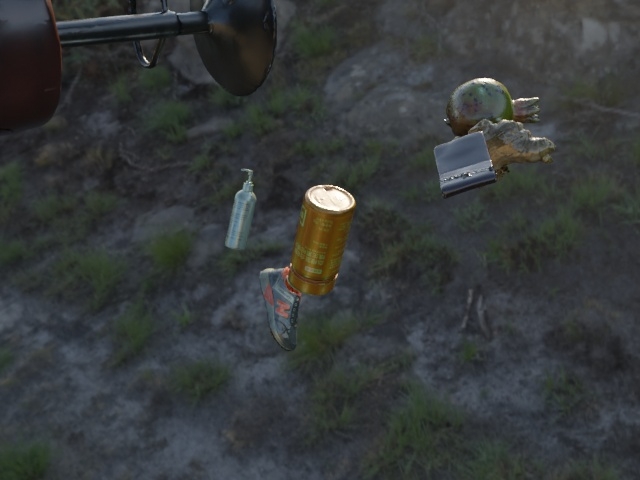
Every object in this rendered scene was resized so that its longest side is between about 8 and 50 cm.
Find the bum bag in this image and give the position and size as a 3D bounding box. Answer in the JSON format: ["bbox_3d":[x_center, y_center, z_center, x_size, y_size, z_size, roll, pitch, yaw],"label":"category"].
[{"bbox_3d":[0.276,-0.151,1.556,0.109,0.026,0.159,-19,41,15],"label":"bum bag"}]

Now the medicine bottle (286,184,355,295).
[{"bbox_3d":[0.000,0.000,1.492,0.096,0.191,0.096,10,34,-7],"label":"medicine bottle"}]

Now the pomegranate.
[{"bbox_3d":[0.374,-0.281,1.763,0.205,0.159,0.159,-2,38,10],"label":"pomegranate"}]

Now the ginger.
[{"bbox_3d":[0.369,-0.191,1.668,0.213,0.137,0.074,-20,19,40],"label":"ginger"}]

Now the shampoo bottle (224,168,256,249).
[{"bbox_3d":[-0.187,-0.076,1.959,0.056,0.195,0.056,14,12,-3],"label":"shampoo bottle"}]

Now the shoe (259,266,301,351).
[{"bbox_3d":[-0.077,0.150,1.810,0.077,0.194,0.074,-17,-6,21],"label":"shoe"}]

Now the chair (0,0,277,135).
[{"bbox_3d":[-0.278,-0.273,1.049,0.401,0.226,0.227,-18,29,-36],"label":"chair"}]
